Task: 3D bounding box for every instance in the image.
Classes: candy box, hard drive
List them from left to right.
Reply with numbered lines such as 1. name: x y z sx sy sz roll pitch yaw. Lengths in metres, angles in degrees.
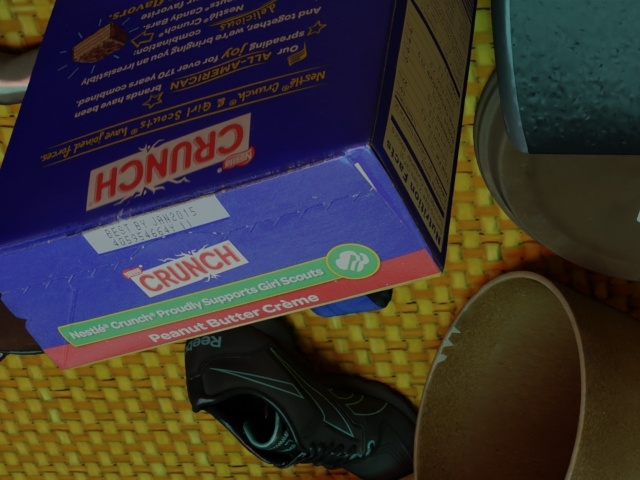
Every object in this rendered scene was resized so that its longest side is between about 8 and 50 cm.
1. candy box: -0.047 -0.097 1.184 0.268 0.317 0.122 -14 132 25
2. hard drive: 0.192 -0.166 1.223 0.172 0.054 0.255 2 123 10

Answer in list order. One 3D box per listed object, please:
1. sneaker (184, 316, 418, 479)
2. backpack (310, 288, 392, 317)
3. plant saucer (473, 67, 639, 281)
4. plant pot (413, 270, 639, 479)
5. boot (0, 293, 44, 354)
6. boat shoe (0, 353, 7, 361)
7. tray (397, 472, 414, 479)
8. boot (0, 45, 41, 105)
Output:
1. sneaker: -0.015 0.155 1.604 0.267 0.106 0.101 34 130 -26
2. backpack: 0.000 0.000 1.446 0.101 0.098 0.120 -10 147 33
3. plant saucer: 0.247 -0.061 1.370 0.277 0.041 0.278 5 137 5
4. plant pot: 0.240 0.164 1.501 0.254 0.237 0.237 13 140 -26
5. boot: -0.196 0.027 1.406 0.264 0.096 0.280 2 172 9
6. boat shoe: -0.330 0.032 1.562 0.076 0.080 0.228 -27 125 12
7. tray: 0.023 0.317 1.751 0.411 0.076 0.203 -29 145 34
8. boot: -0.199 -0.128 1.392 0.118 0.042 0.087 37 125 -27
